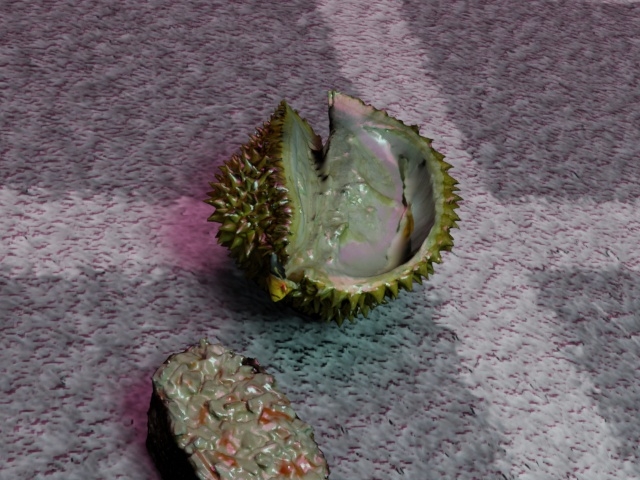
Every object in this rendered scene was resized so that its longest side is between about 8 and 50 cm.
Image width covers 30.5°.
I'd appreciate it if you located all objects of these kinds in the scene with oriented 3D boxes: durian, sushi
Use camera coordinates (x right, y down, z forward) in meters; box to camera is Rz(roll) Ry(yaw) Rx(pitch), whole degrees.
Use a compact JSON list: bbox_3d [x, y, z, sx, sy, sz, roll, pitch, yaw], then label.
[{"bbox_3d":[0.000,0.000,0.912,0.193,0.137,0.237,27,38,9],"label":"durian"},{"bbox_3d":[-0.058,0.138,0.780,0.090,0.078,0.150,-16,50,-32],"label":"sushi"}]
